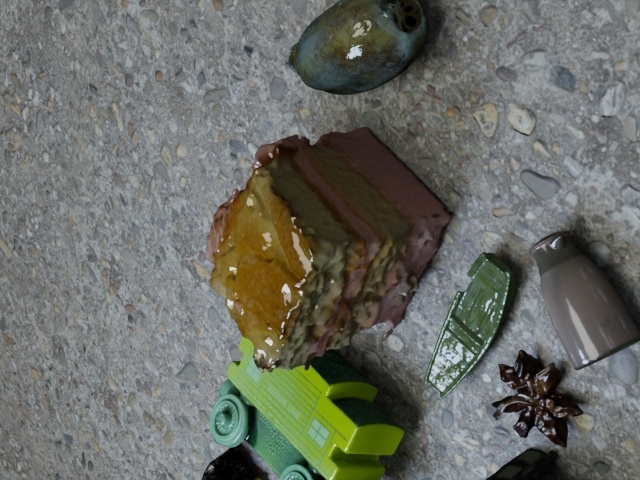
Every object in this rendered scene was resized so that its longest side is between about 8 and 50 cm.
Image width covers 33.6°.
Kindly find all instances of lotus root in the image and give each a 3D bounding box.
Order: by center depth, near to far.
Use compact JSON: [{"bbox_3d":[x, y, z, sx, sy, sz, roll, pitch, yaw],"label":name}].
[{"bbox_3d":[0.046,-0.299,1.692,0.322,0.158,0.140,-18,91,58],"label":"lotus root"}]

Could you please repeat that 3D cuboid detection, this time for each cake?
[{"bbox_3d":[0.000,0.000,1.752,0.293,0.306,0.314,52,138,25],"label":"cake"}]

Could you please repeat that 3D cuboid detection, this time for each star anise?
[{"bbox_3d":[0.339,0.248,1.654,0.167,0.057,0.168,12,110,37],"label":"star anise"}]

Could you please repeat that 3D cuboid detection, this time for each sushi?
[{"bbox_3d":[-0.190,0.575,2.337,0.150,0.153,0.172,34,109,13],"label":"sushi"}]

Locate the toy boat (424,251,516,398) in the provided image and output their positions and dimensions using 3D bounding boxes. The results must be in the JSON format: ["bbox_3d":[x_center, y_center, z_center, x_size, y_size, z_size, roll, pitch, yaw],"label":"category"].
[{"bbox_3d":[0.245,0.136,1.715,0.093,0.055,0.293,43,133,28],"label":"toy boat"}]

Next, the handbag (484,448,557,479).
[{"bbox_3d":[0.307,0.515,1.586,0.325,0.327,0.162,58,138,14],"label":"handbag"}]

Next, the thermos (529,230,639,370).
[{"bbox_3d":[0.366,0.083,1.529,0.137,0.105,0.193,94,150,-74],"label":"thermos"}]

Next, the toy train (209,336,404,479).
[{"bbox_3d":[-0.031,0.333,1.973,0.442,0.179,0.272,37,107,44],"label":"toy train"}]
